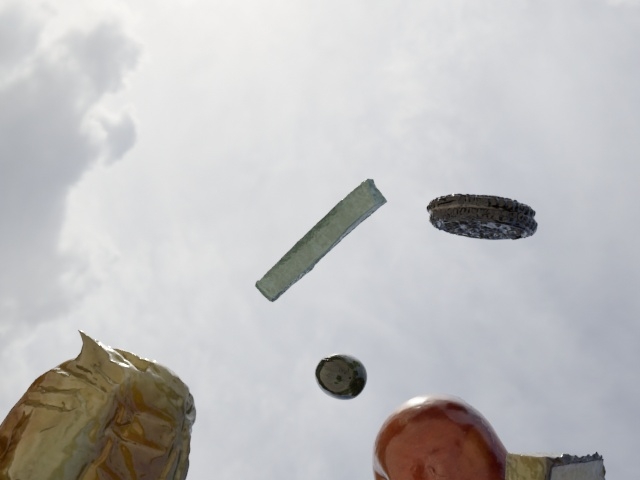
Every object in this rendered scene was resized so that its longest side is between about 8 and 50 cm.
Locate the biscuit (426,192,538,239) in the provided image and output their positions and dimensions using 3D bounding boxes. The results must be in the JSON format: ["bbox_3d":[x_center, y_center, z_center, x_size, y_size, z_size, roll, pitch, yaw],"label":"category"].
[{"bbox_3d":[0.278,-0.039,1.570,0.194,0.194,0.053,-3,-104,44],"label":"biscuit"}]

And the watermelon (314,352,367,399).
[{"bbox_3d":[0.031,0.217,1.461,0.110,0.078,0.078,169,-74,-67],"label":"watermelon"}]

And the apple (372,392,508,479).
[{"bbox_3d":[0.191,0.366,1.408,0.206,0.252,0.272,-24,-138,-5],"label":"apple"}]

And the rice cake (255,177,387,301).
[{"bbox_3d":[0.001,0.000,0.965,0.171,0.029,0.033,-43,-101,0],"label":"rice cake"}]

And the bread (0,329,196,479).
[{"bbox_3d":[-0.272,0.307,0.982,0.183,0.236,0.389,-7,-135,44],"label":"bread"}]

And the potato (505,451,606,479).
[{"bbox_3d":[0.241,0.255,0.932,0.061,0.122,0.086,6,-94,44],"label":"potato"}]
